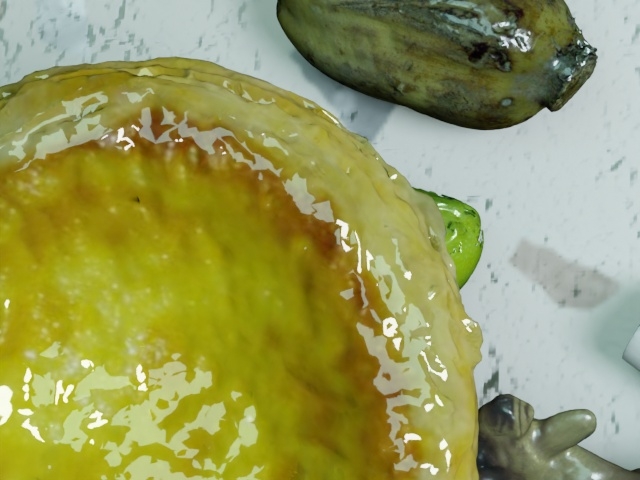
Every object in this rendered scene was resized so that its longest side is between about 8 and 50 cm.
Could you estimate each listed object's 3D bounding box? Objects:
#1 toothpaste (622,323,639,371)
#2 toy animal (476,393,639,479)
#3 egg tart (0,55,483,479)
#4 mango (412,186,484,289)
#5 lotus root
[{"bbox_3d":[0.227,0.095,0.716,0.193,0.045,0.071,35,99,18],"label":"toothpaste"},{"bbox_3d":[0.123,0.131,0.711,0.186,0.094,0.214,-39,81,35],"label":"toy animal"},{"bbox_3d":[-0.073,0.074,0.721,0.319,0.128,0.318,0,88,8],"label":"egg tart"},{"bbox_3d":[0.000,0.000,0.802,0.165,0.074,0.091,-3,75,20],"label":"mango"},{"bbox_3d":[0.058,-0.110,0.803,0.179,0.080,0.089,20,126,28],"label":"lotus root"}]
